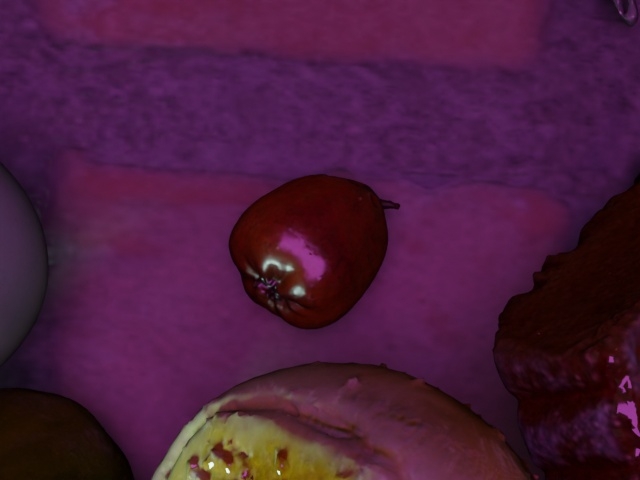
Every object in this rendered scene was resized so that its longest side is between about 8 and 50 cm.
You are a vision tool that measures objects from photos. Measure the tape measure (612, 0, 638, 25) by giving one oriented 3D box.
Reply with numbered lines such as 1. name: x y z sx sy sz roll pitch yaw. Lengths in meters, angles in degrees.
1. tape measure: 0.143 -0.237 0.829 0.178 0.105 0.196 24 87 9

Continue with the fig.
1. fig: -0.164 0.125 0.784 0.133 0.185 0.127 28 59 10

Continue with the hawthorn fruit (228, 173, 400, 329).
1. hawthorn fruit: 0.000 0.000 0.837 0.081 0.081 0.093 45 60 3

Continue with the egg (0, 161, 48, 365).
1. egg: -0.258 0.007 0.791 0.230 0.168 0.168 9 88 4

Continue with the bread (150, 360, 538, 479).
1. bread: 0.016 0.214 0.746 0.305 0.158 0.306 -9 77 44

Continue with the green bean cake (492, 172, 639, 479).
1. green bean cake: 0.193 0.044 0.773 0.232 0.097 0.199 -25 93 -35
